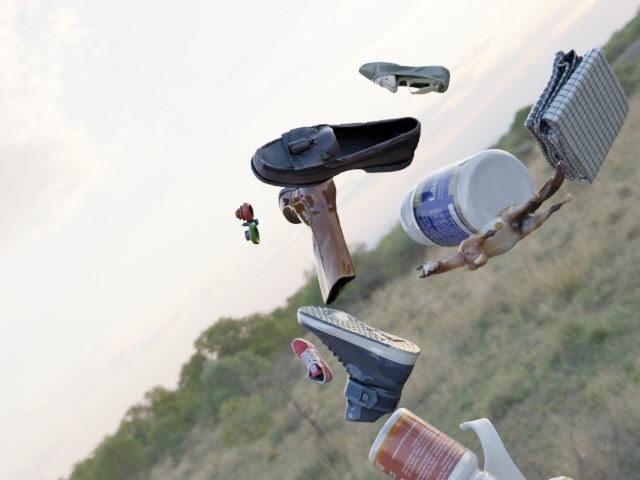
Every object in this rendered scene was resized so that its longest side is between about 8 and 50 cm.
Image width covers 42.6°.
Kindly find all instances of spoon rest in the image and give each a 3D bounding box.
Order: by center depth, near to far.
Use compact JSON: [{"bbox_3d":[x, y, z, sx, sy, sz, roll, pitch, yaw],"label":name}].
[{"bbox_3d":[0.352,0.480,1.621,0.137,0.277,0.084,-11,-29,-12],"label":"spoon rest"}]

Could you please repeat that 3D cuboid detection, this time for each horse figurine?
[{"bbox_3d":[0.287,-0.018,1.286,0.263,0.066,0.174,-36,-5,-15],"label":"horse figurine"}]

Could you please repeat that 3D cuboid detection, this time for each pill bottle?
[{"bbox_3d":[0.206,0.410,1.488,0.121,0.216,0.121,-47,-24,-28],"label":"pill bottle"},{"bbox_3d":[0.259,-0.067,1.510,0.153,0.153,0.264,-40,8,-21],"label":"pill bottle"}]

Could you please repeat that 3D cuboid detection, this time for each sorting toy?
[{"bbox_3d":[-0.169,-0.037,1.867,0.042,0.102,0.061,-12,1,15],"label":"sorting toy"}]

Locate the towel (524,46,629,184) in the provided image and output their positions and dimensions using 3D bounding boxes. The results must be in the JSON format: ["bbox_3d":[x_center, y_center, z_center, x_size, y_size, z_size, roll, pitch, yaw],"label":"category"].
[{"bbox_3d":[0.625,-0.306,2.011,0.121,0.283,0.235,23,79,46],"label":"towel"}]

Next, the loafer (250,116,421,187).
[{"bbox_3d":[0.030,-0.163,1.379,0.302,0.109,0.095,-9,-30,-22],"label":"loafer"}]

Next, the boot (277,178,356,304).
[{"bbox_3d":[0.000,0.000,1.756,0.096,0.281,0.264,-7,-20,-26],"label":"boot"}]

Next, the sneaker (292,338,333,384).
[{"bbox_3d":[-0.022,0.260,1.759,0.042,0.118,0.067,-46,-9,10],"label":"sneaker"}]

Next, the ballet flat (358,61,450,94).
[{"bbox_3d":[0.191,-0.368,1.880,0.072,0.213,0.068,76,-162,-70],"label":"ballet flat"}]

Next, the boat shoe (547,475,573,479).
[{"bbox_3d":[0.313,0.442,1.015,0.096,0.277,0.098,-9,-19,-29],"label":"boat shoe"}]

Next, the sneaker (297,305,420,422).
[{"bbox_3d":[0.042,0.219,1.416,0.086,0.226,0.164,-19,-51,-64],"label":"sneaker"}]
